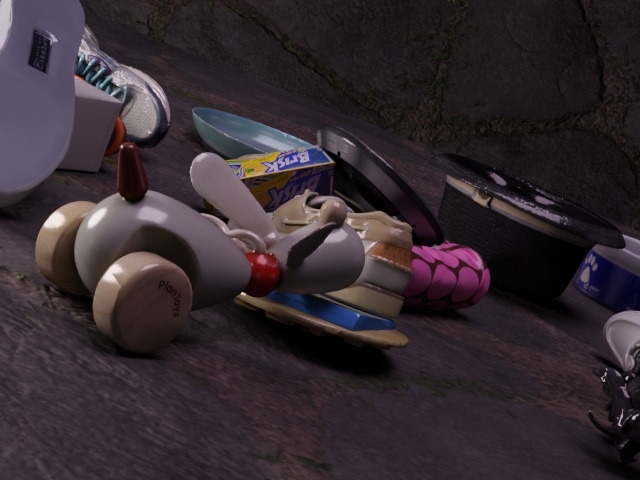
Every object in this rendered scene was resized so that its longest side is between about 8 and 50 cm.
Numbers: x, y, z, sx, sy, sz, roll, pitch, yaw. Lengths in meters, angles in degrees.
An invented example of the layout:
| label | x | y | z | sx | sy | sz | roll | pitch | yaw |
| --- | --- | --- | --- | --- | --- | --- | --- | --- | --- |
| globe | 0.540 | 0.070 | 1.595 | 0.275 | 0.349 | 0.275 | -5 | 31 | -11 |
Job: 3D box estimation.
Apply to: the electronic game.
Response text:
| label | x | y | z | sx | sy | sz | roll | pitch | yaw |
| --- | --- | --- | --- | --- | --- | --- | --- | --- | --- |
| electronic game | 0.080 | -0.072 | 1.813 | 0.229 | 0.048 | 0.229 | 43 | -8 | 8 |

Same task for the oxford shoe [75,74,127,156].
| label | x | y | z | sx | sy | sz | roll | pitch | yaw |
| --- | --- | --- | --- | --- | --- | --- | --- | --- | --- |
| oxford shoe | -0.335 | -0.177 | 1.798 | 0.271 | 0.097 | 0.098 | 31 | 8 | 38 |

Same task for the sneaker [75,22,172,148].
| label | x | y | z | sx | sy | sz | roll | pitch | yaw |
| --- | --- | --- | --- | --- | --- | --- | --- | --- | --- |
| sneaker | -0.338 | -0.229 | 1.907 | 0.283 | 0.110 | 0.122 | 40 | 14 | 15 |

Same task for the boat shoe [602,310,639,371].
| label | x | y | z | sx | sy | sz | roll | pitch | yaw |
| --- | --- | --- | --- | --- | --- | --- | --- | --- | --- |
| boat shoe | 0.440 | 0.156 | 1.724 | 0.084 | 0.095 | 0.258 | 20 | 9 | -33 |

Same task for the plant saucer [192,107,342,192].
| label | x | y | z | sx | sy | sz | roll | pitch | yaw |
| --- | --- | --- | --- | --- | --- | --- | --- | --- | --- |
| plant saucer | -0.077 | -0.148 | 2.288 | 0.318 | 0.043 | 0.317 | 21 | 11 | -4 |

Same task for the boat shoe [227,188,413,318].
| label | x | y | z | sx | sy | sz | roll | pitch | yaw |
| --- | --- | --- | --- | --- | --- | --- | --- | --- | --- |
| boat shoe | 0.000 | 0.000 | 1.499 | 0.113 | 0.103 | 0.302 | 21 | 0 | -41 |

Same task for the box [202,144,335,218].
| label | x | y | z | sx | sy | sz | roll | pitch | yaw |
| --- | --- | --- | --- | --- | --- | --- | --- | --- | --- |
| box | -0.067 | -0.077 | 1.745 | 0.169 | 0.059 | 0.054 | -11 | 35 | -21 |

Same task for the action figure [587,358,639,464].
| label | x | y | z | sx | sy | sz | roll | pitch | yaw |
| --- | --- | --- | --- | --- | --- | --- | --- | --- | --- |
| action figure | 0.382 | 0.186 | 1.386 | 0.276 | 0.141 | 0.164 | -17 | 41 | -30 |

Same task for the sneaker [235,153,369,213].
| label | x | y | z | sx | sy | sz | roll | pitch | yaw |
| --- | --- | --- | --- | --- | --- | --- | --- | --- | --- |
| sneaker | -0.033 | -0.053 | 1.817 | 0.222 | 0.083 | 0.118 | 25 | 12 | 5 |

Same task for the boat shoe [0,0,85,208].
| label | x | y | z | sx | sy | sz | roll | pitch | yaw |
| --- | --- | --- | --- | --- | --- | --- | --- | --- | --- |
| boat shoe | -0.364 | -0.143 | 1.473 | 0.136 | 0.156 | 0.367 | 29 | 38 | -27 |

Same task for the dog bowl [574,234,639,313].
| label | x | y | z | sx | sy | sz | roll | pitch | yaw |
| --- | --- | --- | --- | --- | --- | --- | --- | --- | --- |
| dog bowl | 0.584 | 0.081 | 2.332 | 0.265 | 0.104 | 0.265 | 22 | 12 | -5 |

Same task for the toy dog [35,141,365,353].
| label | x | y | z | sx | sy | sz | roll | pitch | yaw |
| --- | --- | --- | --- | --- | --- | --- | --- | --- | --- |
| toy dog | -0.098 | -0.017 | 1.208 | 0.220 | 0.161 | 0.334 | 22 | 22 | 23 |

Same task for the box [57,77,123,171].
| label | x | y | z | sx | sy | sz | roll | pitch | yaw |
| --- | --- | --- | --- | --- | --- | --- | --- | --- | --- |
| box | -0.321 | -0.149 | 1.662 | 0.087 | 0.101 | 0.102 | 29 | 13 | 28 |

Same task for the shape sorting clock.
| label | x | y | z | sx | sy | sz | roll | pitch | yaw |
| --- | --- | --- | --- | --- | --- | --- | --- | --- | --- |
| shape sorting clock | -0.009 | 0.075 | 1.371 | 0.206 | 0.040 | 0.206 | 20 | 0 | 0 |

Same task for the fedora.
| label | x | y | z | sx | sy | sz | roll | pitch | yaw |
| --- | --- | --- | --- | --- | --- | --- | --- | --- | --- |
| fedora | 0.297 | -0.010 | 2.074 | 0.334 | 0.152 | 0.334 | 22 | 11 | -5 |

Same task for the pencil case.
| label | x | y | z | sx | sy | sz | roll | pitch | yaw |
| --- | --- | --- | --- | --- | --- | --- | --- | --- | --- |
| pencil case | 0.122 | 0.036 | 1.684 | 0.209 | 0.095 | 0.098 | 11 | 55 | -53 |
